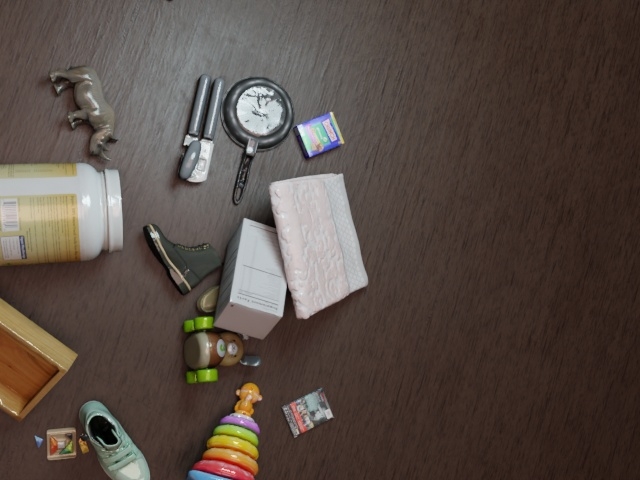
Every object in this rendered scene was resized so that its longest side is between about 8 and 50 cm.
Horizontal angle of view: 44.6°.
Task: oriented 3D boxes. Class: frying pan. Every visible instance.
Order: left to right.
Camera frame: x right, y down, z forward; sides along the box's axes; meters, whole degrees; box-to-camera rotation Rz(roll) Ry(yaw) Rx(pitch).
[{"bbox_3d":[-0.193,-0.278,2.001,0.197,0.053,0.326,37,76,-13],"label":"frying pan"}]

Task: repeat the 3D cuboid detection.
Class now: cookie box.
[{"bbox_3d":[-0.004,-0.278,2.061,0.107,0.040,0.092,-24,96,-17],"label":"cookie box"}]

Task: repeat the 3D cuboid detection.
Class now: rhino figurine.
[{"bbox_3d":[-0.552,-0.305,1.870,0.106,0.073,0.243,-24,98,-13],"label":"rhino figurine"}]

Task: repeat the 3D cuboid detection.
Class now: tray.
[{"bbox_3d":[-0.775,0.210,1.747,0.411,0.076,0.203,41,112,-13],"label":"tray"}]

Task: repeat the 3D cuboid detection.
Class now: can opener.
[{"bbox_3d":[-0.293,-0.279,1.948,0.074,0.093,0.280,14,81,-16],"label":"can opener"}]

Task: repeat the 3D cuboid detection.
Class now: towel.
[{"bbox_3d":[0.000,0.000,1.961,0.317,0.053,0.332,-18,97,-56],"label":"towel"}]

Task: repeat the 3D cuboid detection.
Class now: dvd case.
[{"bbox_3d":[-0.034,0.454,2.062,0.119,0.013,0.087,-24,97,-15],"label":"dvd case"}]

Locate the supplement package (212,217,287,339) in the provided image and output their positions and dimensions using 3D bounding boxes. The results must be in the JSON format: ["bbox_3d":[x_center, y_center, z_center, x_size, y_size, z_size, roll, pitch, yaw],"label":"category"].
[{"bbox_3d":[-0.164,0.094,1.904,0.139,0.134,0.244,19,52,-16],"label":"supplement package"}]

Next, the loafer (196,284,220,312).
[{"bbox_3d":[-0.245,0.135,1.976,0.148,0.050,0.056,-31,99,-16],"label":"loafer"}]

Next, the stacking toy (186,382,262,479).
[{"bbox_3d":[-0.211,0.493,1.936,0.175,0.166,0.302,15,58,-1],"label":"stacking toy"}]

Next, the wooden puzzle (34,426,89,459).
[{"bbox_3d":[-0.620,0.488,1.873,0.116,0.014,0.078,-9,92,-17],"label":"wooden puzzle"}]

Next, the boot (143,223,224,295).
[{"bbox_3d":[-0.340,0.019,1.943,0.137,0.077,0.198,-35,113,-19],"label":"boot"}]

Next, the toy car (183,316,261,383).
[{"bbox_3d":[-0.235,0.270,1.941,0.188,0.149,0.155,1,79,-29],"label":"toy car"}]

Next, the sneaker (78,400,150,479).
[{"bbox_3d":[-0.486,0.504,1.845,0.094,0.151,0.256,-35,101,-16],"label":"sneaker"}]

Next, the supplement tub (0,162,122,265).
[{"bbox_3d":[-0.615,-0.061,1.766,0.316,0.228,0.228,-3,91,-17],"label":"supplement tub"}]
